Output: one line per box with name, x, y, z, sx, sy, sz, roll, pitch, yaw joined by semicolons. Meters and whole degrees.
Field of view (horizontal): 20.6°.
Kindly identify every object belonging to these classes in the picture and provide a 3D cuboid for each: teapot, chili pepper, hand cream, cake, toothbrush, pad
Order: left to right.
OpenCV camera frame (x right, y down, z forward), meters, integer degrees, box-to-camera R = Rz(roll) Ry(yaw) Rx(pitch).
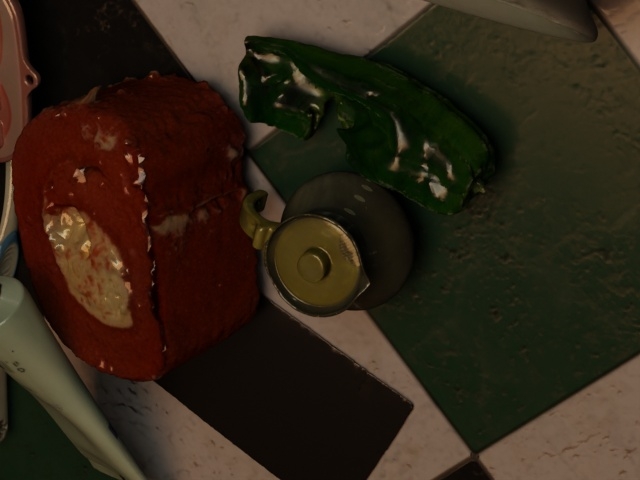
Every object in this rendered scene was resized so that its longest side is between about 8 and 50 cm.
toothbrush;-0.320;0.033;1.783;0.040;0.040;0.386;11;111;21
hand cream;-0.251;0.153;1.692;0.109;0.067;0.320;22;151;38
cake;-0.172;-0.017;1.636;0.177;0.151;0.283;10;116;39
pad;-0.043;0.146;1.713;0.243;0.004;0.163;36;120;10
teapot;0.000;0.000;1.574;0.166;0.119;0.130;22;115;17
chili pepper;0.037;-0.108;1.540;0.253;0.083;0.099;27;109;20

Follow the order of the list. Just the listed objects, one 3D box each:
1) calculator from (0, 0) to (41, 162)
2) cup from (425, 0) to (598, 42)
calculator;-0.399;-0.188;1.715;0.330;0.048;0.220;16;120;27
cup;0.069;-0.279;1.350;0.347;0.347;0.163;19;95;18
